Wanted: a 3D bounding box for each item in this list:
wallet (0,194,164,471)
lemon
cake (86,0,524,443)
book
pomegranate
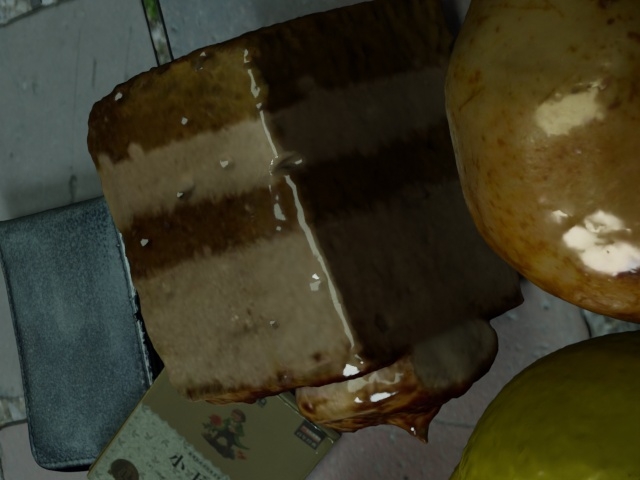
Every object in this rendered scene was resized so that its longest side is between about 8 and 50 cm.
[{"bbox_3d":[-0.190,0.079,1.554,0.167,0.036,0.222,-13,88,43],"label":"wallet"},{"bbox_3d":[0.204,0.165,1.083,0.263,0.236,0.236,32,120,11],"label":"lemon"},{"bbox_3d":[0.000,0.000,1.267,0.198,0.196,0.293,-19,91,44],"label":"cake"},{"bbox_3d":[-0.086,0.165,1.460,0.138,0.016,0.199,40,126,4],"label":"book"},{"bbox_3d":[0.181,-0.074,1.067,0.248,0.248,0.248,10,105,40],"label":"pomegranate"}]
